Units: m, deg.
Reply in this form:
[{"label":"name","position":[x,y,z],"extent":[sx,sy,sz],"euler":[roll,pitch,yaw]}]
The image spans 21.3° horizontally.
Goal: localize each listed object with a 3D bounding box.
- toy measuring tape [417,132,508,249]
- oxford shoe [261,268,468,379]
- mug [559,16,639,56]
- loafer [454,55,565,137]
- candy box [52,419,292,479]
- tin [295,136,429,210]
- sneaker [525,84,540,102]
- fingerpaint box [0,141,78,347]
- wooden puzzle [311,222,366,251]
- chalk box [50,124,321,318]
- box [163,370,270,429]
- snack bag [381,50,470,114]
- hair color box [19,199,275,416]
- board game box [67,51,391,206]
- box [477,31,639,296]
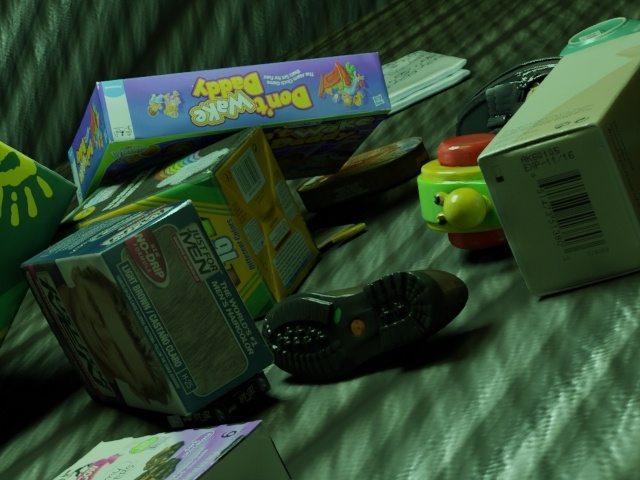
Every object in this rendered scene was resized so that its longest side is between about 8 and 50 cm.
[{"label":"toy measuring tape","position":[0.177,-0.065,1.771],"extent":[0.121,0.121,0.330],"euler":[-19,7,25]},{"label":"oxford shoe","position":[0.042,0.077,1.560],"extent":[0.227,0.083,0.096],"euler":[-13,-2,40]},{"label":"mug","position":[0.357,-0.209,2.031],"extent":[0.129,0.097,0.158],"euler":[-34,15,-36]},{"label":"loafer","position":[0.276,-0.155,1.932],"extent":[0.302,0.109,0.095],"euler":[-13,9,33]},{"label":"candy box","position":[-0.146,0.217,1.320],"extent":[0.196,0.070,0.165],"euler":[-12,18,42]},{"label":"tin","position":[0.056,-0.086,2.238],"extent":[0.189,0.040,0.106],"euler":[-17,11,31]},{"label":"sneaker","position":[0.311,-0.132,1.798],"extent":[0.185,0.069,0.084],"euler":[12,15,17]},{"label":"fingerpaint box","position":[-0.500,0.076,1.968],"extent":[0.445,0.163,0.371],"euler":[-4,59,58]},{"label":"wooden puzzle","position":[0.000,0.000,2.049],"extent":[0.078,0.014,0.116],"euler":[-27,12,-29]},{"label":"chalk box","position":[-0.180,0.016,1.951],"extent":[0.289,0.179,0.180],"euler":[-20,14,24]},{"label":"box","position":[-0.098,0.151,1.611],"extent":[0.083,0.018,0.067],"euler":[-14,17,40]},{"label":"snack bag","position":[0.056,-0.224,2.786],"extent":[0.342,0.037,0.323],"euler":[-26,13,-4]},{"label":"hair color box","position":[-0.181,0.068,1.681],"extent":[0.105,0.174,0.347],"euler":[-31,8,-21]},{"label":"board game box","position":[-0.116,-0.133,2.076],"extent":[0.347,0.078,0.233],"euler":[-8,-15,-19]},{"label":"box","position":[0.266,-0.083,1.595],"extent":[0.121,0.148,0.311],"euler":[-16,17,29]}]
